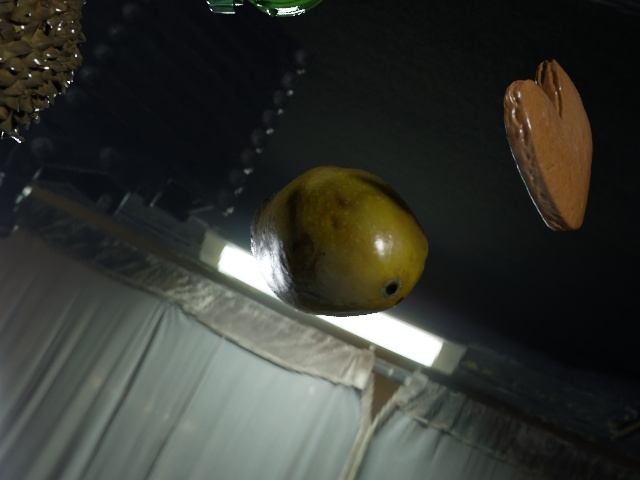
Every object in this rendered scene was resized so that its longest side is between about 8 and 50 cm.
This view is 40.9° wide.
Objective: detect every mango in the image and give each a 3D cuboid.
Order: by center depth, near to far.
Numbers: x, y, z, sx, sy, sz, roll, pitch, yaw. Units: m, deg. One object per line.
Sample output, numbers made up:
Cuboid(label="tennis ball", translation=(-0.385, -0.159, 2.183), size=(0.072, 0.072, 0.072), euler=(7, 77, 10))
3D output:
Cuboid(label="mango", translation=(-0.002, 0.007, 1.070), size=(0.175, 0.177, 0.329), euler=(29, -21, -28))

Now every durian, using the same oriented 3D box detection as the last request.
Cuboid(label="durian", translation=(-0.227, -0.129, 0.446), size=(0.196, 0.167, 0.196), euler=(2, 4, 0))

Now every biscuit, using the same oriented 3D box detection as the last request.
Cuboid(label="biscuit", translation=(0.243, -0.115, 0.888), size=(0.036, 0.192, 0.186), euler=(-10, -50, 32))

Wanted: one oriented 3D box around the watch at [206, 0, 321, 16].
Cuboid(label="watch", translation=(-0.054, -0.305, 0.837), size=(0.152, 0.165, 0.131), euler=(-11, 6, 2))
